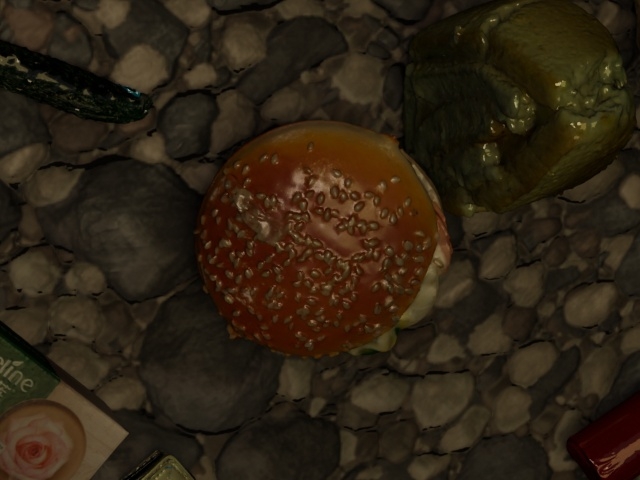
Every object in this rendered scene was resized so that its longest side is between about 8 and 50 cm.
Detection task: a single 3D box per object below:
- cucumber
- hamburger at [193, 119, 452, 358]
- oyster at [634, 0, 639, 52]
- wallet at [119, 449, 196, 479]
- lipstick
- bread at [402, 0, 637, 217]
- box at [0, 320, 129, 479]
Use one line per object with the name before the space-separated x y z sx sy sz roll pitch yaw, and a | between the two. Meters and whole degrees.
cucumber | -0.257 -0.145 1.656 0.256 0.043 0.044 19 103 -26
hamburger | 0.001 -0.004 1.736 0.237 0.147 0.237 -5 116 -11
oyster | 0.312 -0.312 1.781 0.198 0.133 0.337 -33 117 -12
wallet | -0.137 0.279 1.833 0.110 0.039 0.155 -39 117 -5
lipstick | 0.376 0.153 1.981 0.279 0.073 0.073 -34 115 -8
bread | 0.167 -0.121 1.722 0.124 0.257 0.186 -17 91 -25
box | -0.286 0.153 1.716 0.199 0.081 0.135 40 89 -28
